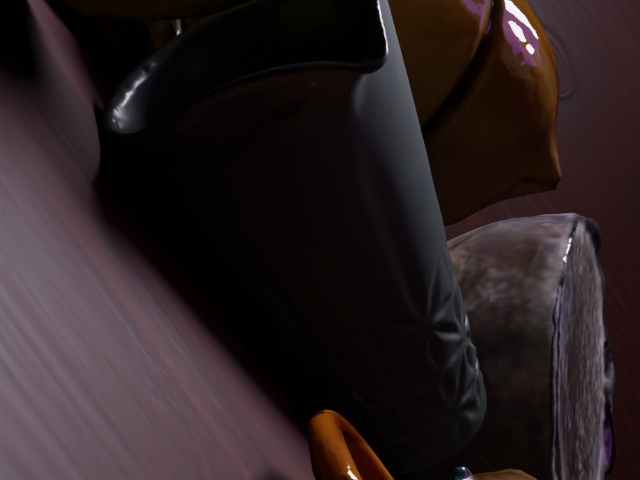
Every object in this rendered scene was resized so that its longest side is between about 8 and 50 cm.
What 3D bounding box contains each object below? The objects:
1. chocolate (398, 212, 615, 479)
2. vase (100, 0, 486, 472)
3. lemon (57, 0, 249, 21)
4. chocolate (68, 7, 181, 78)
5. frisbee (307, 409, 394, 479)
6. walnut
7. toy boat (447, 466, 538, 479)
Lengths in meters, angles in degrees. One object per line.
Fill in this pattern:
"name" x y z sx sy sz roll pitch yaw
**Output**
"chocolate" 0.142 0.125 0.857 0.303 0.213 0.303 0 90 -65
"vase" 0.000 0.000 0.552 0.251 0.156 0.300 22 -34 49
"lemon" -0.062 -0.231 0.403 0.268 0.321 0.268 19 34 -14
"chocolate" -0.132 -0.157 0.662 0.329 0.065 0.102 57 26 -45
"frisbee" 0.042 0.150 0.349 0.192 0.035 0.192 58 1 -1
"walnut" 0.046 -0.126 0.653 0.298 0.203 0.203 30 2 -1
"toy boat" 0.133 0.240 0.528 0.292 0.109 0.099 62 34 -19
